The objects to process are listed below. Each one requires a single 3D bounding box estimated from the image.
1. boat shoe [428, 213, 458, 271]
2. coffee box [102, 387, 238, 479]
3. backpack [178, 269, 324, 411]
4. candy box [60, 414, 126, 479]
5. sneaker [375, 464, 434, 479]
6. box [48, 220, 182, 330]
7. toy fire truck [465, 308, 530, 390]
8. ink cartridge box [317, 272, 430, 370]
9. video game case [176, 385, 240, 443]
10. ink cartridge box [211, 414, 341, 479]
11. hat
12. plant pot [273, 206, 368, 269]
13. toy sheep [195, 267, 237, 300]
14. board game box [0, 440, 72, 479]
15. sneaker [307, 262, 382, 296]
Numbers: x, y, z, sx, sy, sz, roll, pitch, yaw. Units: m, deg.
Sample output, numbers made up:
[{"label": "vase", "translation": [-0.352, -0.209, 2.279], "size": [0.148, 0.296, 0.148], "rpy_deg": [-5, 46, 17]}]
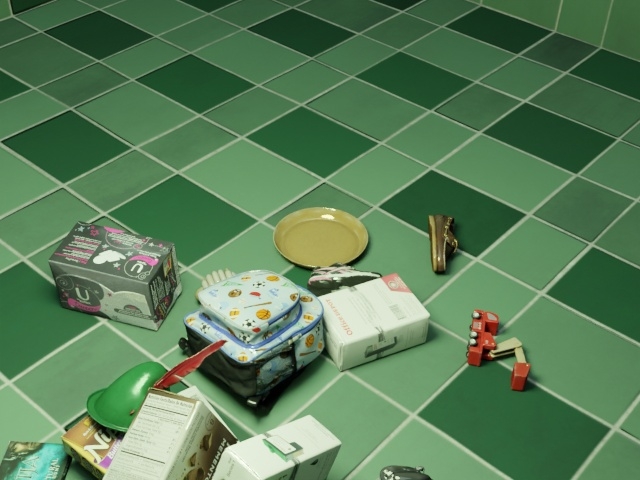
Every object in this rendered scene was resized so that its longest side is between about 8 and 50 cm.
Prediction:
[{"label": "boat shoe", "translation": [0.304, 0.002, 2.194], "size": [0.073, 0.073, 0.207], "rpy_deg": [2, 39, 4]}, {"label": "coffee box", "translation": [-0.275, 0.425, 1.508], "size": [0.119, 0.168, 0.297], "rpy_deg": [7, 56, 28]}, {"label": "backpack", "translation": [-0.126, 0.182, 1.873], "size": [0.263, 0.213, 0.277], "rpy_deg": [-20, 40, -40]}, {"label": "candy box", "translation": [-0.380, 0.392, 1.654], "size": [0.187, 0.053, 0.109], "rpy_deg": [26, 48, 31]}, {"label": "sneaker", "translation": [0.125, 0.495, 1.570], "size": [0.269, 0.101, 0.153], "rpy_deg": [-21, 43, -34]}, {"label": "box", "translation": [-0.460, 0.082, 2.006], "size": [0.247, 0.163, 0.142], "rpy_deg": [13, 44, 14]}, {"label": "toy fire truck", "translation": [0.387, 0.233, 1.933], "size": [0.135, 0.047, 0.192], "rpy_deg": [9, 39, 9]}, {"label": "ink cartridge box", "translation": [0.106, 0.177, 1.960], "size": [0.218, 0.092, 0.158], "rpy_deg": [-14, 42, -21]}, {"label": "video game case", "translation": [-0.275, 0.404, 1.710], "size": [0.210, 0.041, 0.232], "rpy_deg": [-24, 45, -28]}, {"label": "ink cartridge box", "translation": [-0.085, 0.416, 1.551], "size": [0.093, 0.160, 0.219], "rpy_deg": [35, 27, 30]}, {"label": "hat", "translation": [-0.327, 0.244, 1.691], "size": [0.209, 0.183, 0.173], "rpy_deg": [-3, 25, -46]}, {"label": "plant pot", "translation": [0.000, 0.000, 2.222], "size": [0.236, 0.032, 0.236], "rpy_deg": [1, 39, -1]}, {"label": "toy sheep", "translation": [-0.227, 0.105, 2.046], "size": [0.132, 0.091, 0.091], "rpy_deg": [-27, 44, -4]}, {"label": "board game box", "translation": [-0.545, 0.456, 1.653], "size": [0.126, 0.026, 0.186], "rpy_deg": [3, 39, 2]}, {"label": "sneaker", "translation": [0.059, 0.082, 2.091], "size": [0.178, 0.072, 0.077], "rpy_deg": [2, 40, 0]}]
